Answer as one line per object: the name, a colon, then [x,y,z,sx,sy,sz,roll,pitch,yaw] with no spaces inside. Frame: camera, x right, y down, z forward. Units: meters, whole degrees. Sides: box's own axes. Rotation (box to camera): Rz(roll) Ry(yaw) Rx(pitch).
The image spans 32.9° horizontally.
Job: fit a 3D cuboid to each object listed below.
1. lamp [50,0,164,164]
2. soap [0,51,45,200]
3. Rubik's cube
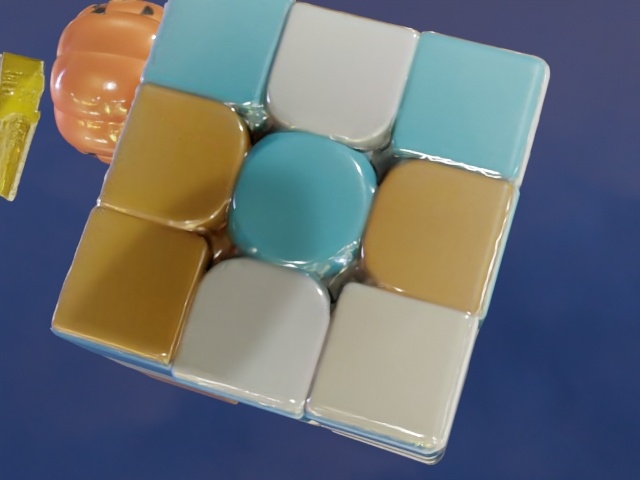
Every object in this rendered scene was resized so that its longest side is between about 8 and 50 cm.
lamp: [-0.210,-0.176,1.224,0.163,0.188,0.188,8,-135,7]
soap: [-0.562,-0.219,1.959,0.080,0.257,0.160,7,-142,-26]
Rubik's cube: [0.000,0.000,1.033,0.344,0.347,0.347,17,-99,10]
